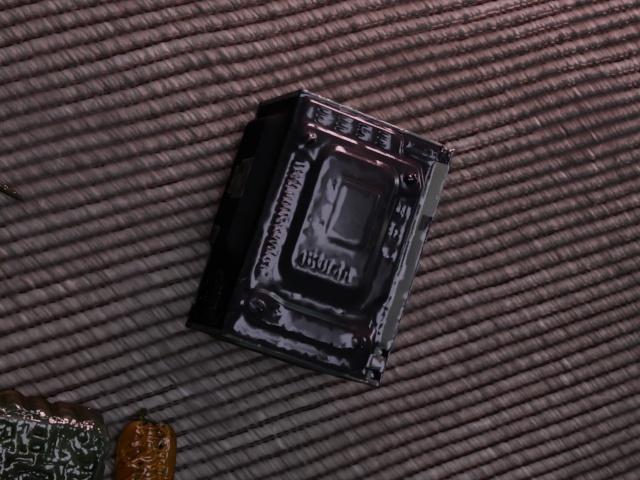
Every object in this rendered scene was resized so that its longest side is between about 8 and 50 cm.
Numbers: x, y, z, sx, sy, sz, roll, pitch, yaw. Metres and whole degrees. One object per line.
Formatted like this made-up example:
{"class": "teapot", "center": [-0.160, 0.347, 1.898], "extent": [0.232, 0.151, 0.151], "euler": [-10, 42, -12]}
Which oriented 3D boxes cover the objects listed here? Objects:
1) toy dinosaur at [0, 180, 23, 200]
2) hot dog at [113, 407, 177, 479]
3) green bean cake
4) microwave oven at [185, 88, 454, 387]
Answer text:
{"class": "toy dinosaur", "center": [-0.455, -0.012, 1.508], "extent": [0.179, 0.087, 0.187], "euler": [19, 101, -54]}
{"class": "hot dog", "center": [-0.206, 0.292, 1.572], "extent": [0.072, 0.055, 0.188], "euler": [5, 89, -18]}
{"class": "green bean cake", "center": [-0.334, 0.266, 1.507], "extent": [0.173, 0.094, 0.181], "euler": [16, 86, -19]}
{"class": "microwave oven", "center": [0.000, 0.000, 1.579], "extent": [0.238, 0.181, 0.295], "euler": [20, 84, -19]}
